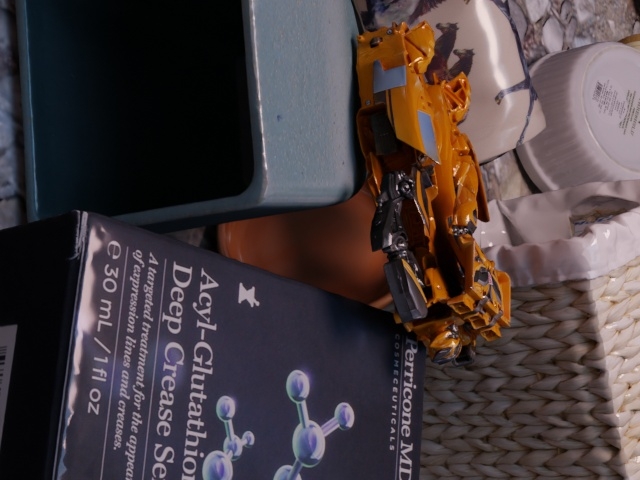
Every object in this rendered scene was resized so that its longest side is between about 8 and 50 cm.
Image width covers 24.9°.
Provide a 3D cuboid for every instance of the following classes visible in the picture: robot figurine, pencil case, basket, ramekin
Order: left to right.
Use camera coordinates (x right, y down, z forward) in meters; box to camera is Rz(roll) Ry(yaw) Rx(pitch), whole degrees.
[{"bbox_3d":[0.105,-0.256,1.548,0.160,0.183,0.410,-55,126,-72],"label":"pencil case"},{"bbox_3d":[0.098,-0.035,1.261,0.211,0.085,0.291,39,39,-59],"label":"robot figurine"},{"bbox_3d":[0.241,0.097,1.498,0.331,0.328,0.266,-19,98,-48],"label":"basket"},{"bbox_3d":[0.346,-0.146,1.783,0.207,0.109,0.207,8,74,-31],"label":"ramekin"}]

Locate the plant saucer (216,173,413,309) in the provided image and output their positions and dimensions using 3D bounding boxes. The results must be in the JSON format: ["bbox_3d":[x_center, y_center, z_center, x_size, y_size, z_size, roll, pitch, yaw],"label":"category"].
[{"bbox_3d":[0.000,0.000,1.390,0.037,0.200,0.200,94,19,-55],"label":"plant saucer"}]

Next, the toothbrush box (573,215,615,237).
[{"bbox_3d":[0.400,0.110,1.745,0.126,0.216,0.295,-33,107,-45],"label":"toothbrush box"}]

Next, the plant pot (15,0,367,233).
[{"bbox_3d":[-0.086,-0.126,1.267,0.252,0.247,0.248,7,77,-57],"label":"plant pot"}]

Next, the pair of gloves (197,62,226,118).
[{"bbox_3d":[-0.083,-0.135,1.426,0.083,0.010,0.074,46,57,-32],"label":"pair of gloves"}]

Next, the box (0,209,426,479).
[{"bbox_3d":[-0.119,0.178,1.179,0.395,0.212,0.293,20,67,-44],"label":"box"}]

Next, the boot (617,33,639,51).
[{"bbox_3d":[0.497,-0.144,1.983,0.262,0.095,0.203,25,63,-34],"label":"boot"}]
